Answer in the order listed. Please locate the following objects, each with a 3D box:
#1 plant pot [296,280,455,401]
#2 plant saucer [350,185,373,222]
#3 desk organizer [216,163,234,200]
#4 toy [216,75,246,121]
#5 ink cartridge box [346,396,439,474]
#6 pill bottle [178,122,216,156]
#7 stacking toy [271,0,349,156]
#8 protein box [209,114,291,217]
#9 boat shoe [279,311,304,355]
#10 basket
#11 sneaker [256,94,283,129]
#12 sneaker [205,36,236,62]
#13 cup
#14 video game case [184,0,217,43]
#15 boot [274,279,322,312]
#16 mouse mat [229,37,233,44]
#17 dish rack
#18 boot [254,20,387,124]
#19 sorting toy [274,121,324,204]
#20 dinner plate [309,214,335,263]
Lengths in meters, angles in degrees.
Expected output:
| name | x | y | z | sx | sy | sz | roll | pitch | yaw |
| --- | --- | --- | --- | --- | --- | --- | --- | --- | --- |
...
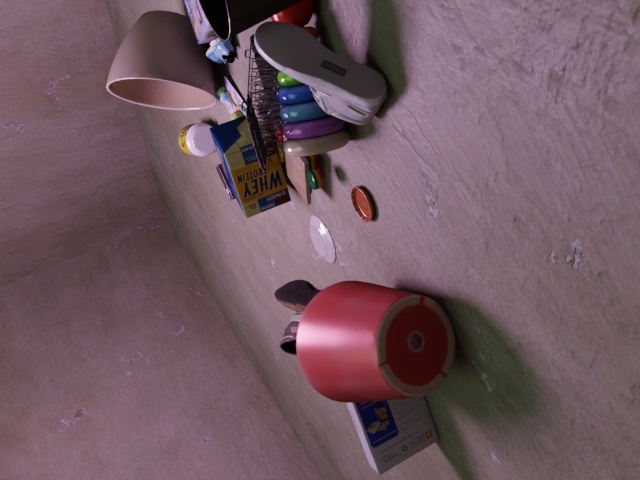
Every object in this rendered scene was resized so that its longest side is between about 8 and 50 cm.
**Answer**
| name | x | y | z | sx | sy | sz | roll | pitch | yaw |
| --- | --- | --- | --- | --- | --- | --- | --- | --- | --- |
| plant pot | 0.125 | 0.209 | 1.341 | 0.243 | 0.274 | 0.275 | -11 | 102 | 59 |
| plant saucer | 0.093 | -0.080 | 1.429 | 0.083 | 0.013 | 0.084 | 54 | 158 | 34 |
| desk organizer | -0.318 | -0.212 | 2.304 | 0.130 | 0.050 | 0.047 | 65 | 161 | 4 |
| toy | -0.248 | -0.359 | 1.946 | 0.237 | 0.056 | 0.137 | 59 | 160 | 20 |
| ink cartridge box | 0.141 | 0.344 | 1.540 | 0.069 | 0.175 | 0.371 | 9 | 121 | 68 |
| pill bottle | -0.433 | -0.360 | 2.338 | 0.208 | 0.119 | 0.119 | 16 | 127 | 65 |
| stacking toy | -0.036 | -0.344 | 1.320 | 0.141 | 0.141 | 0.331 | 23 | 127 | 63 |
| protein box | -0.194 | -0.209 | 1.790 | 0.200 | 0.135 | 0.201 | -125 | 16 | -55 |
| boat shoe | 0.013 | 0.288 | 1.789 | 0.132 | 0.130 | 0.355 | 46 | 155 | -22 |
| basket | -0.100 | -0.482 | 1.154 | 0.205 | 0.226 | 0.154 | 69 | 161 | -5 |
| sneaker | -0.135 | -0.332 | 1.655 | 0.066 | 0.071 | 0.188 | 62 | 160 | 11 |
| sneaker | -0.274 | -0.519 | 1.822 | 0.073 | 0.063 | 0.162 | 53 | 172 | -7 |
| cup | -0.472 | -0.557 | 2.002 | 0.331 | 0.330 | 0.237 | 173 | 102 | -70 |
| video game case | -0.321 | -0.692 | 1.729 | 0.244 | 0.061 | 0.270 | -5 | 104 | 70 |
| boot | -0.048 | 0.201 | 2.003 | 0.305 | 0.112 | 0.115 | 20 | 141 | 62 |
| mouse mat | -0.260 | -0.632 | 1.740 | 0.153 | 0.007 | 0.190 | 63 | 162 | 10 |
| dish rack | -0.113 | -0.296 | 1.411 | 0.208 | 0.074 | 0.272 | 75 | -167 | -56 |
| boot | -0.008 | -0.294 | 1.196 | 0.258 | 0.095 | 0.123 | 30 | 159 | 2 |
| sorting toy | -0.046 | -0.186 | 1.615 | 0.132 | 0.046 | 0.275 | 87 | 158 | -45 |
| dinner plate | 0.000 | 0.000 | 1.765 | 0.141 | 0.017 | 0.141 | 51 | 154 | 37 |
